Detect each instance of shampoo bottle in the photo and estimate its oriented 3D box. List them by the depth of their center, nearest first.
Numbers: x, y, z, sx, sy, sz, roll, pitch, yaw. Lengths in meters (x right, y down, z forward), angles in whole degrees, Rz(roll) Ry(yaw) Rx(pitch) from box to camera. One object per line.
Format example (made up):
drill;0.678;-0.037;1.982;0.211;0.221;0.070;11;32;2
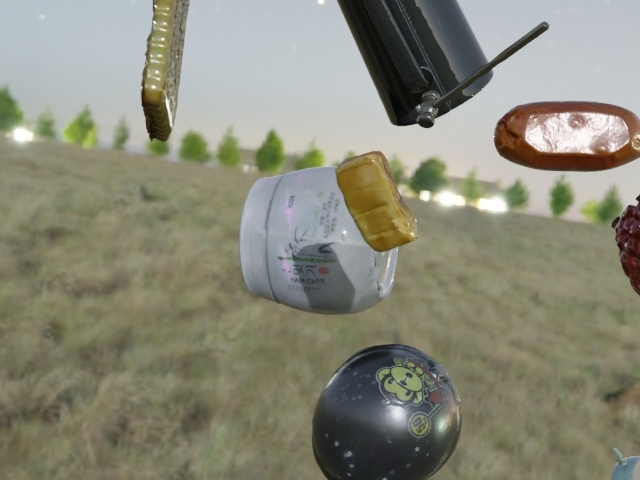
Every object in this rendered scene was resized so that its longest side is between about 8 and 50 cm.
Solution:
shampoo bottle;0.000;0.000;1.983;0.266;0.273;0.273;2;1;15

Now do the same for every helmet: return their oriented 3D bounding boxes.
helmet;0.084;0.298;1.695;0.230;0.279;0.160;47;13;12

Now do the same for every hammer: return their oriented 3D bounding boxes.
hammer;0.229;-0.241;1.534;0.029;0.058;0.292;24;-29;-21

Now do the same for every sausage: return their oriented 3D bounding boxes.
sausage;0.429;-0.179;1.855;0.258;0.133;0.133;0;2;4

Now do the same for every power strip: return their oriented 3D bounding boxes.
power strip;0.590;0.465;1.991;0.044;0.137;0.216;-17;-54;35

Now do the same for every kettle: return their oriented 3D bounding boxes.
kettle;0.131;-0.361;1.844;0.203;0.308;0.262;-7;30;45

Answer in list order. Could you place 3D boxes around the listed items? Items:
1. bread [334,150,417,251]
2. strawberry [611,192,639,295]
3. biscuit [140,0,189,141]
bread;0.071;-0.050;1.371;0.074;0.132;0.053;-14;23;29
strawberry;0.542;0.029;1.481;0.253;0.150;0.280;14;-20;2
biscuit;-0.161;-0.241;1.162;0.029;0.255;0.172;7;-10;-4
